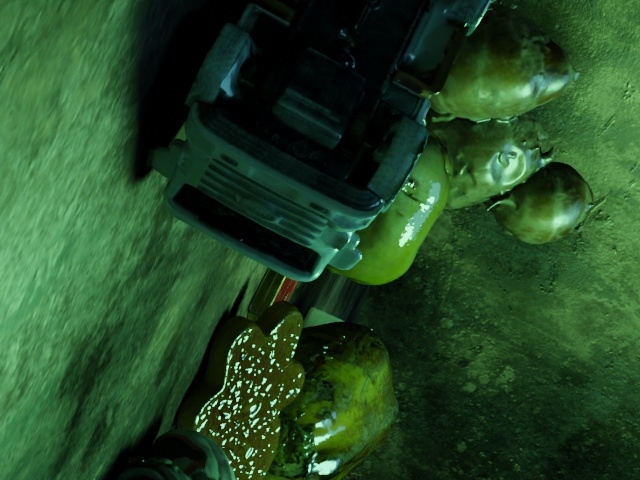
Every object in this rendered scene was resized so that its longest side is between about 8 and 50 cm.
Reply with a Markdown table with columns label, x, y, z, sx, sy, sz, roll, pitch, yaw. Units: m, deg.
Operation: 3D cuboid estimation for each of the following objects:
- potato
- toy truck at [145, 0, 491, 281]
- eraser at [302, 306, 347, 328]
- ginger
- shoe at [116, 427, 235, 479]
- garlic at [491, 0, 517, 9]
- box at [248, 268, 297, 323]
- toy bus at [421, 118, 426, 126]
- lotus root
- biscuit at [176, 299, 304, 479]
| label | x | y | z | sx | sy | sz | roll | pitch | yaw |
| --- | --- | --- | --- | --- | --- | --- | --- | --- | --- |
| potato | 0.073 | -0.043 | 1.871 | 0.200 | 0.137 | 0.154 | -59 | 166 | 14 |
| toy truck | 0.011 | -0.119 | 0.978 | 0.305 | 0.136 | 0.162 | -64 | -176 | -34 |
| eraser | -0.020 | 0.234 | 2.327 | 0.279 | 0.124 | 0.081 | -59 | 173 | -43 |
| ginger | 0.213 | -0.166 | 2.031 | 0.176 | 0.256 | 0.375 | -60 | 147 | -50 |
| shoe | -0.144 | 0.226 | 1.363 | 0.099 | 0.125 | 0.227 | -31 | -149 | 14 |
| garlic | 0.229 | -0.291 | 2.182 | 0.256 | 0.207 | 0.207 | -67 | 175 | 31 |
| box | -0.051 | 0.059 | 1.766 | 0.090 | 0.023 | 0.133 | -61 | 173 | -17 |
| toy bus | 0.084 | -0.126 | 1.982 | 0.174 | 0.079 | 0.077 | 108 | 0 | -47 |
| lotus root | 0.004 | 0.214 | 2.117 | 0.397 | 0.179 | 0.195 | -31 | 128 | -72 |
| biscuit | -0.084 | 0.174 | 1.609 | 0.180 | 0.039 | 0.236 | -15 | 123 | -53 |
